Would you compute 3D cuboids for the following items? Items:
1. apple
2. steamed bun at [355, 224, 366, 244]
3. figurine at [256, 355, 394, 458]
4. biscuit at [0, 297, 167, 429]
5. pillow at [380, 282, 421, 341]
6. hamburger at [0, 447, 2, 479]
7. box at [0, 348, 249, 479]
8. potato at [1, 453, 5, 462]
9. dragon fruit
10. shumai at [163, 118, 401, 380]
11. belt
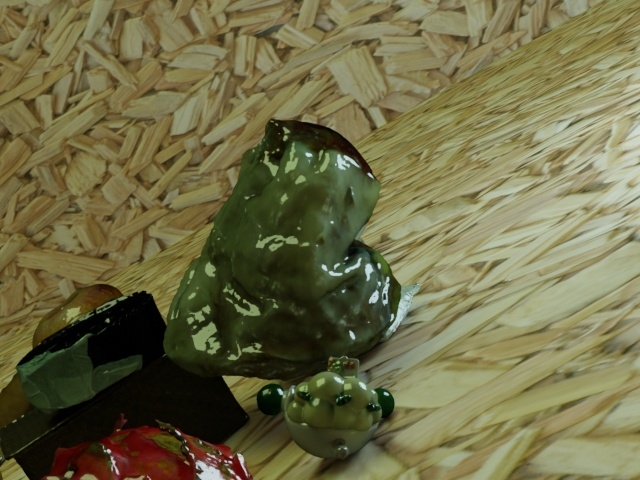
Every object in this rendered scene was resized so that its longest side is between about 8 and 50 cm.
[{"bbox_3d":[-0.409,0.188,1.886,0.211,0.188,0.211,-33,10,7],"label":"apple"},{"bbox_3d":[0.001,-0.001,1.774,0.211,0.144,0.218,-32,-22,-50],"label":"steamed bun"},{"bbox_3d":[0.004,0.171,1.104,0.147,0.093,0.197,4,4,-12],"label":"figurine"},{"bbox_3d":[-0.336,0.214,1.549,0.296,0.102,0.296,-37,-23,-19],"label":"biscuit"},{"bbox_3d":[0.026,0.115,1.414,0.229,0.051,0.128,-19,19,40],"label":"pillow"},{"bbox_3d":[-0.436,0.265,0.846,0.277,0.396,0.396,9,-11,-30],"label":"hamburger"},{"bbox_3d":[-0.257,0.241,1.357,0.273,0.143,0.184,-34,11,-19],"label":"box"},{"bbox_3d":[-0.613,0.369,1.863,0.100,0.089,0.172,-30,9,-12],"label":"potato"},{"bbox_3d":[-0.139,0.254,0.882,0.205,0.210,0.268,-44,-13,17],"label":"dragon fruit"},{"bbox_3d":[-0.053,-0.006,1.257,0.304,0.263,0.309,-12,21,-22],"label":"shumai"},{"bbox_3d":[-0.278,0.138,1.300,0.198,0.078,0.151,-33,15,-33],"label":"belt"}]
